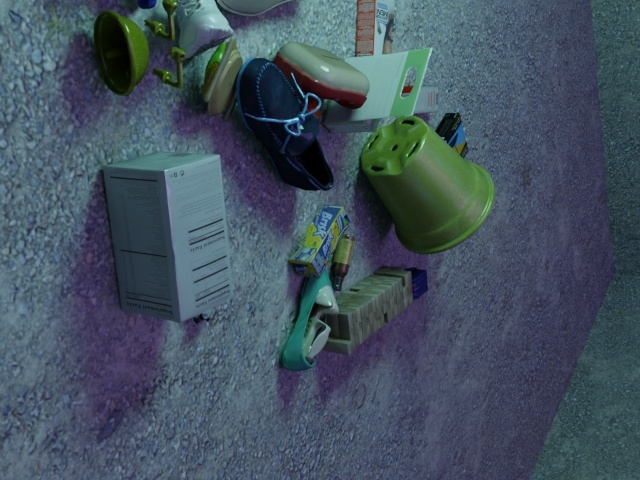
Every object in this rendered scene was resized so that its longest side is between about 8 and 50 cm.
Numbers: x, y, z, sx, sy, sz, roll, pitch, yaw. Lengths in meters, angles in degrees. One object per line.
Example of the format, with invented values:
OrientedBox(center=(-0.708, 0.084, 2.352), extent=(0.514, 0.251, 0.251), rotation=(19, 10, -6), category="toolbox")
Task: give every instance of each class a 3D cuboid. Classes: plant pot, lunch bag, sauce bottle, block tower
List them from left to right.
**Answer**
OrientedBox(center=(0.047, 0.050, 1.892), extent=(0.042, 0.042, 0.128), rotation=(32, 69, -55), category="sauce bottle")
OrientedBox(center=(0.110, 0.155, 1.963), extent=(0.335, 0.091, 0.097), rotation=(-31, 120, -52), category="block tower")
OrientedBox(center=(0.239, 0.107, 2.177), extent=(0.098, 0.067, 0.065), rotation=(-32, 122, -52), category="lunch bag")
OrientedBox(center=(0.234, -0.151, 1.983), extent=(0.254, 0.276, 0.276), rotation=(45, 57, -37), category="plant pot")

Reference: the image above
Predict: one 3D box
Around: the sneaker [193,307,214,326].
OrientedBox(center=(-0.220, 0.119, 1.487), extent=(0.098, 0.038, 0.069), rotation=(35, 65, -54), category="sneaker")

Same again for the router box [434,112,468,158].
OrientedBox(center=(0.349, -0.250, 2.312), extent=(0.179, 0.046, 0.133), rotation=(-56, 139, -36), category="router box")

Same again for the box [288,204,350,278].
OrientedBox(center=(0.000, 0.000, 1.793), extent=(0.169, 0.059, 0.054), rotation=(-59, 141, -34), category="box")

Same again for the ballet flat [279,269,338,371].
OrientedBox(center=(-0.007, 0.167, 1.783), extent=(0.083, 0.087, 0.247), rotation=(46, 56, -50), category="ballet flat")

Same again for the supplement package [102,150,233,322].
OrientedBox(center=(-0.241, -0.010, 1.341), extent=(0.134, 0.139, 0.244), rotation=(-25, 117, -52), category="supplement package")

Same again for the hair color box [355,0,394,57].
OrientedBox(center=(0.126, -0.483, 1.920), extent=(0.093, 0.053, 0.167), rotation=(-9, 104, -57), category="hair color box")

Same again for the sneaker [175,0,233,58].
OrientedBox(center=(-0.203, -0.363, 1.340), extent=(0.115, 0.090, 0.232), rotation=(64, -1, -19), category="sneaker")

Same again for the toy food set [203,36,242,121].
OrientedBox(center=(-0.173, -0.280, 1.450), extent=(0.192, 0.038, 0.132), rotation=(43, 71, -85), category="toy food set")

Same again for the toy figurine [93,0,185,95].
OrientedBox(center=(-0.238, -0.418, 1.247), extent=(0.217, 0.191, 0.363), rotation=(-42, 130, -53), category="toy figurine")

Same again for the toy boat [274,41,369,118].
OrientedBox(center=(-0.007, -0.301, 1.690), extent=(0.231, 0.151, 0.151), rotation=(-4, 129, -57), category="toy boat")

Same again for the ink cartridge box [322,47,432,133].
OrientedBox(center=(0.128, -0.317, 1.778), extent=(0.056, 0.235, 0.171), rotation=(38, 63, -48), category="ink cartridge box")

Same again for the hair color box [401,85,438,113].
OrientedBox(center=(0.256, -0.364, 2.151), extent=(0.141, 0.043, 0.072), rotation=(-15, 107, -55), category="hair color box")

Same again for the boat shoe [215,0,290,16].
OrientedBox(center=(-0.103, -0.492, 1.545), extent=(0.335, 0.095, 0.112), rotation=(-27, 153, -49), category="boat shoe")

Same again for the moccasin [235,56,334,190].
OrientedBox(center=(-0.048, -0.218, 1.585), extent=(0.138, 0.116, 0.342), rotation=(-60, 149, -16), category="moccasin")
